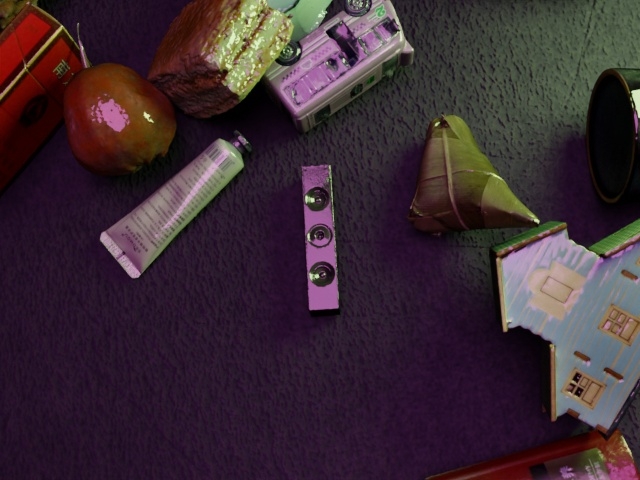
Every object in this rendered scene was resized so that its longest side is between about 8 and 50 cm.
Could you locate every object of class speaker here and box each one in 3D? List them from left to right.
[{"bbox_3d":[0.000,0.000,1.103,0.040,0.046,0.191,-4,73,2],"label":"speaker"}]

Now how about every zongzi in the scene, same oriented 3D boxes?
[{"bbox_3d":[0.198,-0.087,1.060,0.176,0.078,0.160,-5,71,44],"label":"zongzi"}]

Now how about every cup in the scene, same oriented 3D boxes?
[{"bbox_3d":[0.440,-0.100,1.069,0.176,0.240,0.166,-3,33,-2],"label":"cup"}]

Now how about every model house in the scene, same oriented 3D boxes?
[{"bbox_3d":[0.285,0.063,0.988,0.206,0.178,0.271,28,99,4],"label":"model house"}]

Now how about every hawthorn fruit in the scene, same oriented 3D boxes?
[{"bbox_3d":[-0.279,-0.161,1.112,0.189,0.149,0.149,36,80,5],"label":"hawthorn fruit"}]

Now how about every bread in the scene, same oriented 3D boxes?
[{"bbox_3d":[-0.133,-0.243,1.100,0.102,0.196,0.138,33,76,-29],"label":"bread"}]

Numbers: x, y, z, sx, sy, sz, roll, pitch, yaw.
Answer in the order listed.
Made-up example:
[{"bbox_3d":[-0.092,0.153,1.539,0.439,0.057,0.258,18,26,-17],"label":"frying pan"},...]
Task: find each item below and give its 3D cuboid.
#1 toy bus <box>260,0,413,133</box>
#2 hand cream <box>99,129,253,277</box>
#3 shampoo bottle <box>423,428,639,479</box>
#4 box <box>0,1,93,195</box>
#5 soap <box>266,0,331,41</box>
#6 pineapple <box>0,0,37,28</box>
[{"bbox_3d":[0.023,-0.238,1.139,0.198,0.096,0.108,-35,79,-3],"label":"toy bus"},{"bbox_3d":[-0.185,-0.055,1.136,0.234,0.050,0.080,-43,77,-2],"label":"hand cream"},{"bbox_3d":[0.214,0.310,0.988,0.314,0.076,0.118,-15,77,0],"label":"shampoo bottle"},{"bbox_3d":[-0.409,-0.173,1.126,0.074,0.153,0.240,34,80,17],"label":"box"},{"bbox_3d":[-0.042,-0.385,1.187,0.145,0.091,0.231,27,80,11],"label":"soap"},{"bbox_3d":[-0.493,-0.308,1.180,0.169,0.169,0.341,25,86,10],"label":"pineapple"}]
